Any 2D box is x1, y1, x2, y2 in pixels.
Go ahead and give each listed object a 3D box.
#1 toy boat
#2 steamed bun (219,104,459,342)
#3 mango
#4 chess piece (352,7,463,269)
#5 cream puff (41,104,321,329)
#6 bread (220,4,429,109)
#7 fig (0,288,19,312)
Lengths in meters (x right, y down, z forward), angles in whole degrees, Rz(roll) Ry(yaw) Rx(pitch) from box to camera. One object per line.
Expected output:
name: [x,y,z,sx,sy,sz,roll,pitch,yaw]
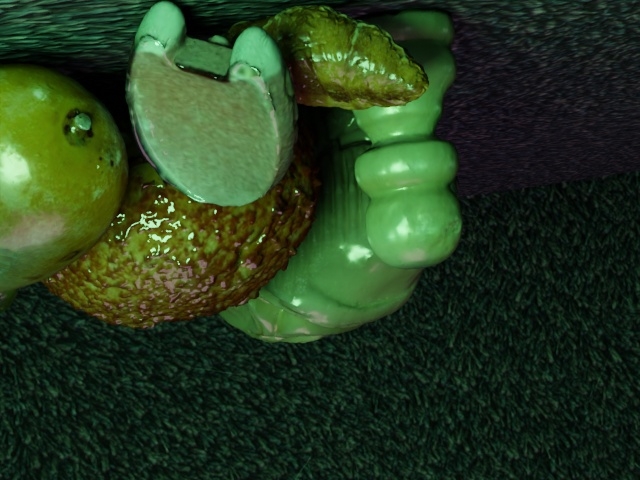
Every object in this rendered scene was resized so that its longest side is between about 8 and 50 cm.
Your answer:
toy boat: [-0.089,-0.123,1.291,0.155,0.085,0.227,15,145,10]
steamed bun: [-0.006,-0.006,1.809,0.324,0.310,0.219,-32,143,-17]
mango: [-0.335,-0.045,1.355,0.384,0.199,0.221,-24,136,34]
chess piece: [0.083,-0.093,1.443,0.133,0.243,0.133,-8,175,-1]
cream puff: [-0.154,-0.028,1.568,0.350,0.229,0.350,-19,-158,8]
bread: [-0.013,-0.166,1.321,0.233,0.076,0.105,3,158,20]
fig: [-0.501,-0.005,1.868,0.235,0.203,0.203,9,169,-24]
